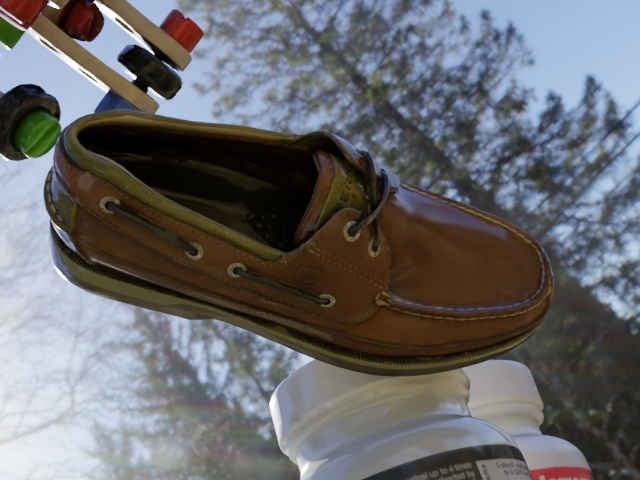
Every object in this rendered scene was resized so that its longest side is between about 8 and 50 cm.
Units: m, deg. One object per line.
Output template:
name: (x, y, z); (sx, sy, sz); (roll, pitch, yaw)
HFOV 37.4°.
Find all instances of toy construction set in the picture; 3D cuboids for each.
toy construction set: (-0.213, -0.244, 0.717); (0.308, 0.237, 0.257); (-59, -16, 18)

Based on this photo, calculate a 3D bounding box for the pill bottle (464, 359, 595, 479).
pill bottle: (0.160, 0.271, 0.789); (0.177, 0.318, 0.176); (-10, -29, -6)

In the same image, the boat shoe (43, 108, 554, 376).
boat shoe: (0.000, 0.000, 0.535); (0.308, 0.110, 0.104); (7, -36, -11)

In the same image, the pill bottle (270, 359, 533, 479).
pill bottle: (0.069, 0.206, 0.572); (0.162, 0.278, 0.162); (-14, -29, -8)
